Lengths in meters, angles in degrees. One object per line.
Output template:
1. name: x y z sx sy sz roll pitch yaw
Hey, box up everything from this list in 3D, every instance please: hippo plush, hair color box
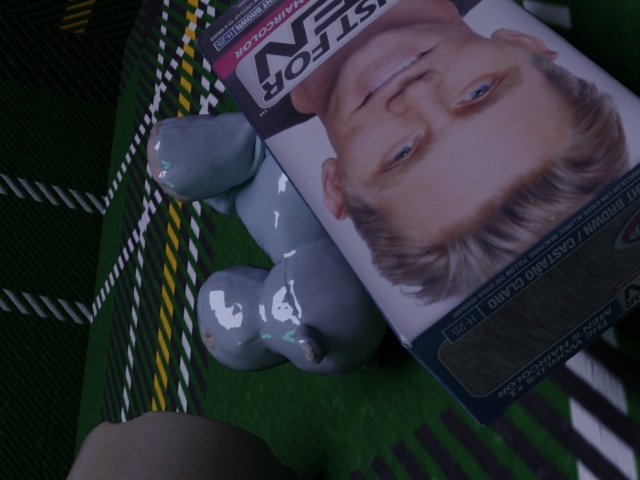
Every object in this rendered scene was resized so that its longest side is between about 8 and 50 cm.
1. hippo plush: 0.000 0.000 0.950 0.294 0.234 0.237 -9 86 25
2. hair color box: 0.064 -0.073 0.666 0.174 0.105 0.347 -39 44 4

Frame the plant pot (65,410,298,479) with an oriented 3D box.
1. plant pot: -0.148 0.340 0.965 0.334 0.333 0.306 124 162 -46
